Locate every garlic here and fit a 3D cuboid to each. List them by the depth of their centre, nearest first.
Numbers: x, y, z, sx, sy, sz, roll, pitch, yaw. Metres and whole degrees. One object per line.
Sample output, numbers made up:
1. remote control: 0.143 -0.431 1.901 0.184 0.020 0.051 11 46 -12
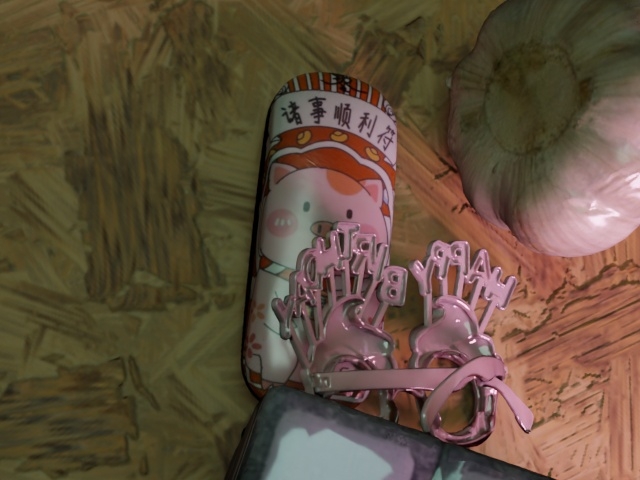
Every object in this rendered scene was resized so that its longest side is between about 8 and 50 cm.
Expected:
1. garlic: 0.218 -0.084 0.940 0.212 0.218 0.219 19 67 -42

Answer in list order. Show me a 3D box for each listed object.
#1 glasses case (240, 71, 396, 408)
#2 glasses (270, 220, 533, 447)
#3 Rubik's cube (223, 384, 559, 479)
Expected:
1. glasses case: 0.000 0.000 0.917 0.103 0.067 0.267 9 73 -15
2. glasses: 0.074 0.065 0.854 0.255 0.095 0.162 4 73 -45
3. Rubik's cube: 0.049 0.291 0.715 0.305 0.301 0.304 19 71 -3
